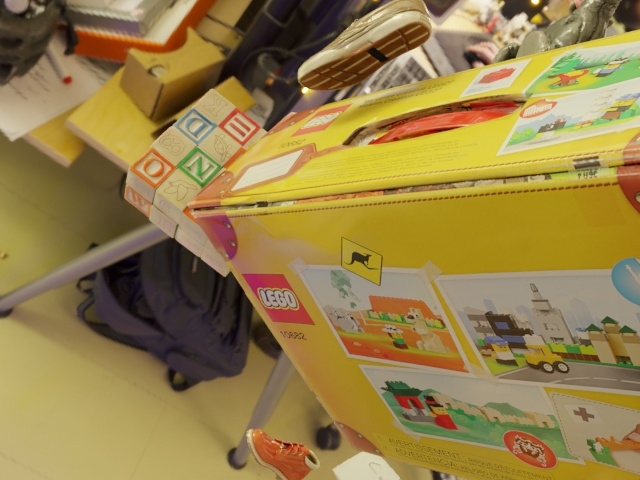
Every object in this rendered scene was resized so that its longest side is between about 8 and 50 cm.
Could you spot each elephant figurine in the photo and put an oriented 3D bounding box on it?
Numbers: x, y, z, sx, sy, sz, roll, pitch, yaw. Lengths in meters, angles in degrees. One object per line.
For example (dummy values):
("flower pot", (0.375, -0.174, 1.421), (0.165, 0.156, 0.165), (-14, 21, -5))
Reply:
("elephant figurine", (0.340, -0.251, 1.013), (0.170, 0.239, 0.185), (-16, 87, -6))

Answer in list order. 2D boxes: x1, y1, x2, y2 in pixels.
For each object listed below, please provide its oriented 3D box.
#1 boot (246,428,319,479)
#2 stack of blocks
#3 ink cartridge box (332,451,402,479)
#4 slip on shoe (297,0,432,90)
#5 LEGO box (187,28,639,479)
("boot", (-0.068, 0.385, 1.305), (0.158, 0.085, 0.059), (50, 19, -31))
("stack of blocks", (-0.087, -0.039, 0.947), (0.297, 0.087, 0.171), (38, 61, 0))
("ink cartridge box", (0.119, 0.503, 1.278), (0.093, 0.154, 0.212), (-25, 104, -13))
("slip on shoe", (0.037, -0.182, 0.657), (0.051, 0.135, 0.041), (22, 53, -49))
("LEGO box", (0.170, 0.046, 0.650), (0.193, 0.500, 0.372), (-48, 120, -33))
